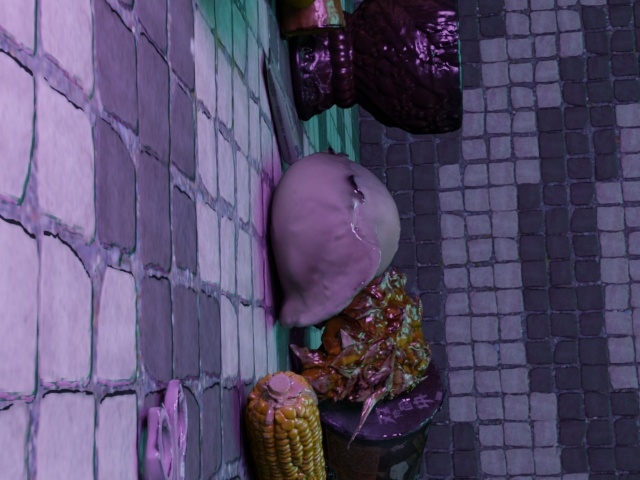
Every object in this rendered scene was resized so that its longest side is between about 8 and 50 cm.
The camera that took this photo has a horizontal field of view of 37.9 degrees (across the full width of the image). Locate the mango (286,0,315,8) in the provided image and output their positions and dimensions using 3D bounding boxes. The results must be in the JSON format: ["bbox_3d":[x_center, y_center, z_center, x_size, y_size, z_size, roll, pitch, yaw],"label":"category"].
[{"bbox_3d":[-0.029,-0.395,1.187,0.253,0.113,0.138,91,-3,-57],"label":"mango"}]

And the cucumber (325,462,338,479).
[{"bbox_3d":[0.003,0.327,1.137,0.293,0.067,0.068,170,-83,-85],"label":"cucumber"}]

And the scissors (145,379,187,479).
[{"bbox_3d":[-0.103,0.196,0.661,0.100,0.015,0.189,-78,165,-76],"label":"scissors"}]

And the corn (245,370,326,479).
[{"bbox_3d":[-0.035,0.226,0.984,0.080,0.080,0.238,-86,173,-50],"label":"corn"}]

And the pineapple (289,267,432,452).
[{"bbox_3d":[0.094,0.141,1.369,0.334,0.158,0.161,-26,150,-53],"label":"pineapple"}]

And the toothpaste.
[{"bbox_3d":[-0.050,-0.167,1.254,0.197,0.029,0.048,77,9,-45],"label":"toothpaste"}]

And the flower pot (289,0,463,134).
[{"bbox_3d":[0.092,-0.298,1.527,0.266,0.267,0.267,-4,90,-83],"label":"flower pot"}]

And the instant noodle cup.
[{"bbox_3d":[0.084,0.293,1.495,0.217,0.217,0.207,-86,177,-50],"label":"instant noodle cup"}]

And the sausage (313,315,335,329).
[{"bbox_3d":[0.012,0.049,1.520,0.304,0.078,0.078,-74,161,-68],"label":"sausage"}]

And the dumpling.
[{"bbox_3d":[0.005,0.003,1.193,0.227,0.175,0.243,-64,171,24],"label":"dumpling"}]

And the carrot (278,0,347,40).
[{"bbox_3d":[-0.030,-0.423,1.342,0.102,0.102,0.263,-66,145,-77],"label":"carrot"}]
